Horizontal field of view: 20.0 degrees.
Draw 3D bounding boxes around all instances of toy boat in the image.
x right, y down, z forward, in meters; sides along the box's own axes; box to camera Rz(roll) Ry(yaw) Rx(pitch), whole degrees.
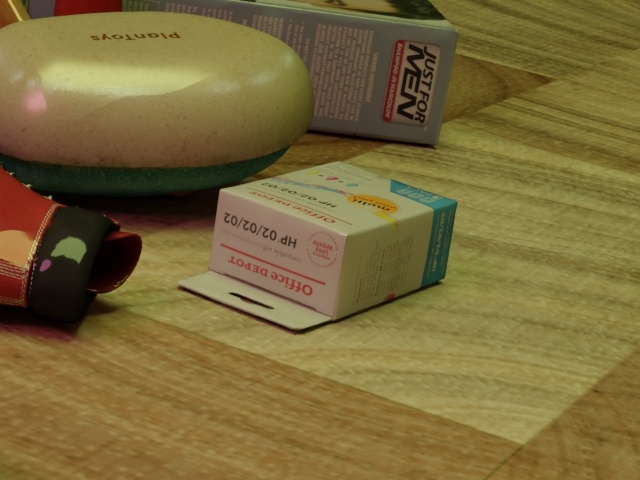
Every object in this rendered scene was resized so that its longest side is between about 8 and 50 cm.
[{"bbox_3d":[-0.151,-0.114,1.394,0.267,0.148,0.318,-2,28,-19],"label":"toy boat"}]

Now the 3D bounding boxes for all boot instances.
[{"bbox_3d":[-0.201,-0.022,1.140,0.176,0.088,0.244,7,26,-10],"label":"boot"}]

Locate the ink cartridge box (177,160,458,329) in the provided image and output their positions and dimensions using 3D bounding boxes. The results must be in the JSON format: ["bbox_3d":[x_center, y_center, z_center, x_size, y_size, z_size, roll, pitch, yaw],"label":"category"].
[{"bbox_3d":[0.000,0.000,1.205,0.104,0.061,0.181,19,20,29],"label":"ink cartridge box"}]

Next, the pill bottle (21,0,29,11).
[{"bbox_3d":[-0.375,-0.245,1.696,0.187,0.112,0.112,12,18,11],"label":"pill bottle"}]

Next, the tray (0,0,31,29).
[{"bbox_3d":[-0.447,-0.199,1.447,0.411,0.076,0.203,-6,53,-39],"label":"tray"}]

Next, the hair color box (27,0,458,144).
[{"bbox_3d":[-0.080,-0.183,1.656,0.374,0.113,0.185,7,17,-10],"label":"hair color box"}]
